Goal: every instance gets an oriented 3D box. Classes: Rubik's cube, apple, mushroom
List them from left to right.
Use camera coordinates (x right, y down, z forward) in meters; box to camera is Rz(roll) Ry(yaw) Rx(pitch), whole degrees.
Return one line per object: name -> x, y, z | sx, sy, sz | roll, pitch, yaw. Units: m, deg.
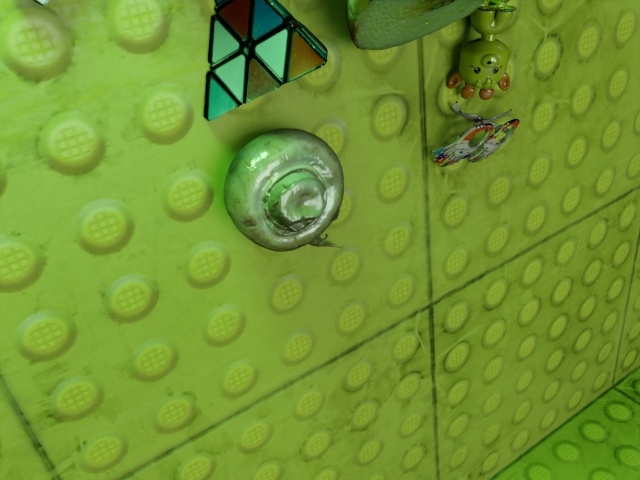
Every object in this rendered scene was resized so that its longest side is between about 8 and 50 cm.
Rubik's cube -> -0.093, -0.394, 1.040 | 0.250, 0.284, 0.234 | -45, 113, -42
mushroom -> -0.060, -0.094, 1.149 | 0.255, 0.184, 0.254 | -6, 103, -28
apple -> 0.166, -0.467, 1.109 | 0.346, 0.179, 0.254 | -22, 130, -33

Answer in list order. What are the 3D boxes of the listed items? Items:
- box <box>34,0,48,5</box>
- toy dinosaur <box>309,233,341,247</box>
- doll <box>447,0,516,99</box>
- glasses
box -> -0.361, -0.439, 0.840 | 0.055, 0.039, 0.218 | 25, 96, -40
toy dinosaur -> 0.000, -0.003, 1.338 | 0.113, 0.026, 0.041 | 4, 117, -28
doll -> 0.361, -0.419, 1.337 | 0.143, 0.135, 0.220 | -1, 124, -1
glasses -> 0.364, -0.250, 1.458 | 0.255, 0.095, 0.162 | -10, 146, -34
